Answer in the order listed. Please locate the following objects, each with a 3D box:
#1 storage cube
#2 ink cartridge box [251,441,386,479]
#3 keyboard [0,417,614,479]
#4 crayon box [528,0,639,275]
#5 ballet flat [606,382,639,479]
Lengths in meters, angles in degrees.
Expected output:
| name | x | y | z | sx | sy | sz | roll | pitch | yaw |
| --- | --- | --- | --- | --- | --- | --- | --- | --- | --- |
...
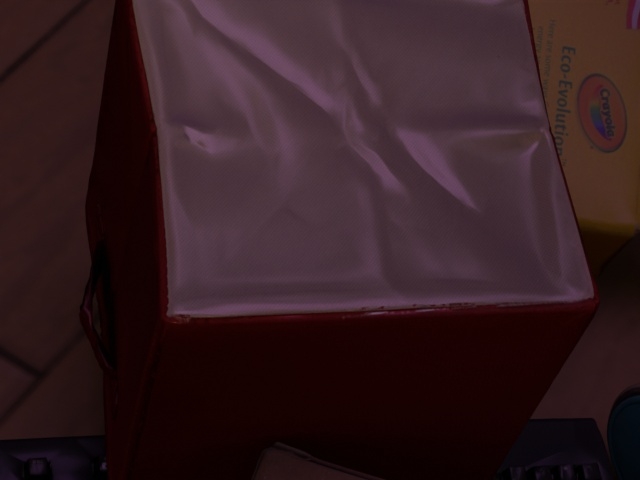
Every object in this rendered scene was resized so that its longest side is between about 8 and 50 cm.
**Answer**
| name | x | y | z | sx | sy | sz | roll | pitch | yaw |
| --- | --- | --- | --- | --- | --- | --- | --- | --- | --- |
| storage cube | 0.000 | 0.000 | 0.899 | 0.215 | 0.193 | 0.183 | -1 | 60 | -12 |
| ink cartridge box | 0.054 | 0.215 | 0.816 | 0.235 | 0.088 | 0.193 | 15 | 61 | 18 |
| keyboard | -0.011 | 0.109 | 0.964 | 0.317 | 0.033 | 0.201 | -1 | 53 | -14 |
| crayon box | 0.073 | -0.098 | 1.110 | 0.318 | 0.081 | 0.202 | 10 | 71 | -5 |
| ballet flat | 0.244 | 0.168 | 0.989 | 0.086 | 0.086 | 0.248 | -25 | 63 | -28 |
